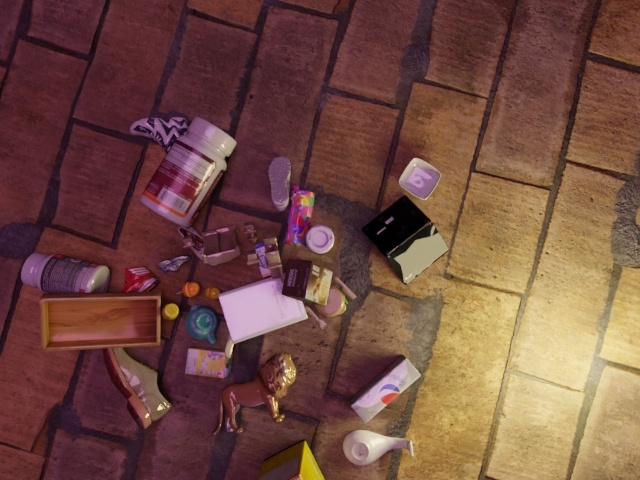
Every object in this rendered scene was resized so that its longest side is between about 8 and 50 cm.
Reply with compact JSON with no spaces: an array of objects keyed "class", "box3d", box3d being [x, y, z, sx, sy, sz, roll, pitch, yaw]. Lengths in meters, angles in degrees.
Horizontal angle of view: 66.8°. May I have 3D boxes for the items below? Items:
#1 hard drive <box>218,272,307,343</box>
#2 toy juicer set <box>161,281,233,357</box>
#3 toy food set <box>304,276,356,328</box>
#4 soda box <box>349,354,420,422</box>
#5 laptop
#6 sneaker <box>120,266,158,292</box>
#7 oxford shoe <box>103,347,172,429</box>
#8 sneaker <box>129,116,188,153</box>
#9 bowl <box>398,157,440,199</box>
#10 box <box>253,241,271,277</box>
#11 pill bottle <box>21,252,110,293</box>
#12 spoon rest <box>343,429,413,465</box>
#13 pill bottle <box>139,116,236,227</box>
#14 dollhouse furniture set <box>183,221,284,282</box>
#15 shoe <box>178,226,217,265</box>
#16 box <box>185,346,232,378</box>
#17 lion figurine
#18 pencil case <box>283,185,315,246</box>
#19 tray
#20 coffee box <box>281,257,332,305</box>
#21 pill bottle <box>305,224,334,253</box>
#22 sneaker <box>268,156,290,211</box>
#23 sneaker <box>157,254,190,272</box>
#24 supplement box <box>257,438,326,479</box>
[{"class":"hard drive","box3d":[-0.227,0.262,1.928,0.307,0.040,0.203,-18,86,-10]},{"class":"toy juicer set","box3d":[-0.448,0.297,1.945,0.329,0.089,0.209,36,67,-9]},{"class":"toy food set","box3d":[0.039,0.248,1.957,0.192,0.038,0.132,-44,80,4]},{"class":"soda box","box3d":[0.250,0.577,1.898,0.286,0.098,0.091,-40,87,-2]},{"class":"laptop","box3d":[0.344,-0.005,1.975,0.234,0.136,0.264,-38,61,-2]},{"class":"sneaker","box3d":[-0.774,0.192,1.958,0.221,0.087,0.128,-39,78,-14]},{"class":"oxford shoe","box3d":[-0.734,0.537,1.922,0.146,0.140,0.397,-25,76,-37]},{"class":"sneaker","box3d":[-0.653,-0.410,1.975,0.235,0.094,0.153,-4,78,-9]},{"class":"bowl","box3d":[0.399,-0.247,1.969,0.142,0.053,0.142,33,88,4]},{"class":"box","box3d":[-0.218,0.075,1.973,0.081,0.028,0.136,-20,84,0]},{"class":"pill bottle","box3d":[-1.001,0.143,1.914,0.283,0.161,0.161,14,87,1]},{"class":"spoon rest","box3d":[0.225,0.811,1.903,0.276,0.084,0.137,-7,85,14]},{"class":"pill bottle","box3d":[-0.510,-0.267,1.900,0.224,0.224,0.392,31,87,3]},{"class":"dollhouse furniture set","box3d":[-0.330,0.085,1.833,0.355,0.303,0.174,-13,118,-6]},{"class":"shoe","box3d":[-0.493,0.021,1.964,0.219,0.058,0.076,44,88,3]},{"class":"box","box3d":[-0.443,0.489,1.943,0.179,0.043,0.105,7,86,4]},{"class":"lion figurine","box3d":[-0.270,0.599,1.888,0.392,0.142,0.240,-18,79,4]},{"class":"pencil case","box3d":[-0.088,-0.093,1.945,0.104,0.104,0.236,7,86,1]},{"class":"tray","box3d":[-0.822,0.301,1.840,0.410,0.076,0.203,1,102,-18]},{"class":"coffee box","box3d":[-0.046,0.160,1.840,0.098,0.246,0.141,6,78,20]},{"class":"pill bottle","box3d":[0.000,0.000,1.889,0.108,0.193,0.108,0,86,2]},{"class":"sneaker","box3d":[-0.161,-0.229,1.966,0.090,0.095,0.235,0,67,6]},{"class":"sneaker","box3d":[-0.586,0.096,1.971,0.135,0.052,0.058,-17,96,7]},{"class":"supplement box","box3d":[-0.104,0.905,1.754,0.194,0.356,0.195,-27,86,0]}]
